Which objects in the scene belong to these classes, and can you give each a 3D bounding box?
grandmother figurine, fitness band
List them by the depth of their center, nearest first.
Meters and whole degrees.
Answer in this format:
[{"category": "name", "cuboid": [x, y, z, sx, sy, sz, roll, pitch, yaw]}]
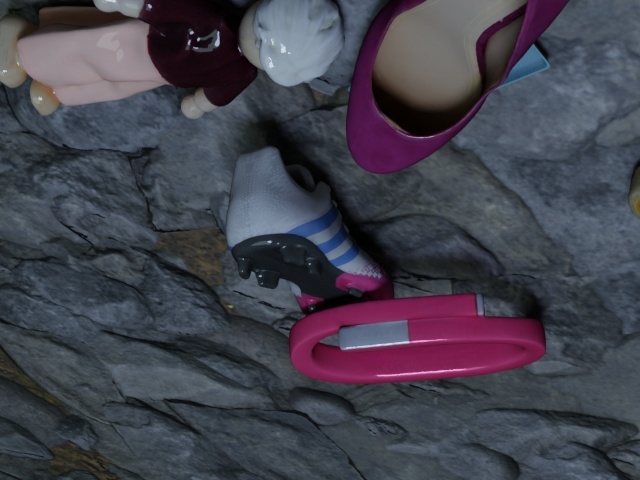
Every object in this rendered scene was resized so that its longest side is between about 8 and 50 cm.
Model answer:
[{"category": "grandmother figurine", "cuboid": [-0.142, -0.186, 1.079, 0.342, 0.104, 0.208, -1, 166, 22]}, {"category": "fitness band", "cuboid": [0.108, 0.116, 1.295, 0.291, 0.054, 0.209, -4, 161, 7]}]

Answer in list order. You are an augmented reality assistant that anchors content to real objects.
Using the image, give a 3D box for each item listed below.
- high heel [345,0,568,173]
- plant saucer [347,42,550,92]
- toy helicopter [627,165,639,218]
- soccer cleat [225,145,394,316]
[{"category": "high heel", "cuboid": [0.089, -0.142, 0.924, 0.127, 0.181, 0.377, 30, 138, 0]}, {"category": "plant saucer", "cuboid": [0.116, -0.155, 1.054, 0.192, 0.018, 0.067, -18, 129, 41]}, {"category": "toy helicopter", "cuboid": [0.432, -0.052, 0.977, 0.235, 0.140, 0.355, 33, 153, -31]}, {"category": "soccer cleat", "cuboid": [0.000, 0.000, 1.244, 0.116, 0.143, 0.331, -11, 158, 18]}]
